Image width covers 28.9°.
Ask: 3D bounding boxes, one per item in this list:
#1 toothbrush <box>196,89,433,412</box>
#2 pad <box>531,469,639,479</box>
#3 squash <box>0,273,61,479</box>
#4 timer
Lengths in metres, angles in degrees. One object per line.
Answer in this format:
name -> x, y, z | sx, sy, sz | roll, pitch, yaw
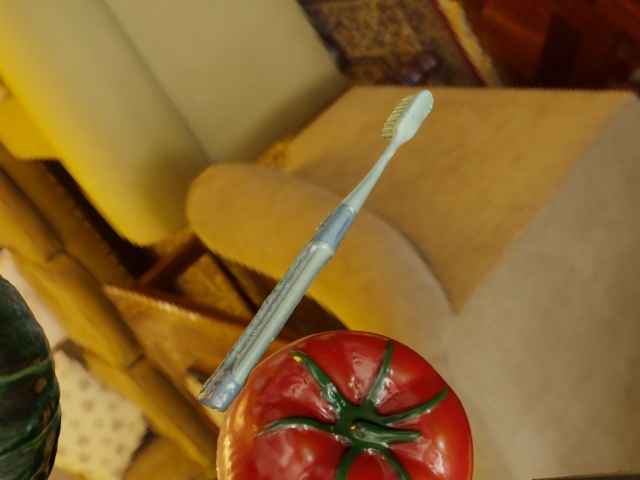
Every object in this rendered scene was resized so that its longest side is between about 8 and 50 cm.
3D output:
toothbrush -> 0.000, 0.000, 0.663 | 0.019, 0.219, 0.016 | 3, 143, 52
pad -> 0.284, 0.278, 1.060 | 0.243, 0.004, 0.163 | -16, 77, 46
squash -> -0.264, 0.107, 0.800 | 0.218, 0.172, 0.218 | 16, 126, 24
timer -> 0.034, 0.325, 1.829 | 0.378, 0.378, 0.279 | 41, 144, 16
